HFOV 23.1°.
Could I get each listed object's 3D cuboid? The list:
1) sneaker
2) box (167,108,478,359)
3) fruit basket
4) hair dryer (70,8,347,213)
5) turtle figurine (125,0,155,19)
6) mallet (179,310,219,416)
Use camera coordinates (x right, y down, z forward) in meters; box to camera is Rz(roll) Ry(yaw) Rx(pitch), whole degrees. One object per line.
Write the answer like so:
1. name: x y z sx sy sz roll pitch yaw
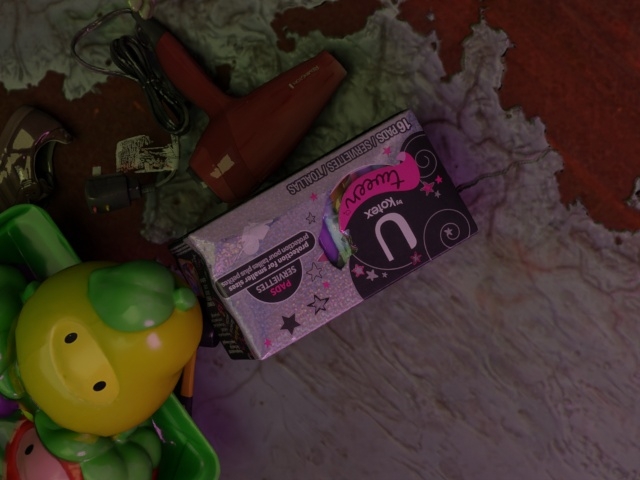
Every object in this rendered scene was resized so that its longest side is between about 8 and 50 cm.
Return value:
1. sneaker: -0.333 -0.053 1.712 0.071 0.066 0.188 27 110 9
2. box: 0.000 0.000 1.510 0.247 0.163 0.142 -31 93 -13
3. fruit basket: -0.269 0.148 1.586 0.283 0.392 0.392 -35 90 -22
4. hair dryer: -0.117 -0.147 1.597 0.293 0.080 0.224 -5 82 7
5. turtle figurine: -0.090 -0.302 1.505 0.266 0.198 0.275 -30 89 16
6. mallet: -0.156 0.160 1.722 0.062 0.039 0.190 19 111 12
